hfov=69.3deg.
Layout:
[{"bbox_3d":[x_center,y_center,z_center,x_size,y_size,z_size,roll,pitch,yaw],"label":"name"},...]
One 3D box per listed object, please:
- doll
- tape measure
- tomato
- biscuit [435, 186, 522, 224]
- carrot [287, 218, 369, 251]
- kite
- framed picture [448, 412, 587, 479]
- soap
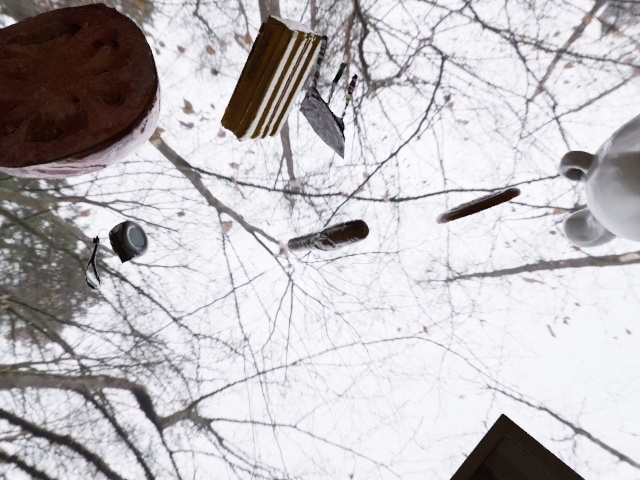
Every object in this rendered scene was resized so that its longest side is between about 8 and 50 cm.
[{"bbox_3d":[0.350,-0.016,0.427,0.242,0.311,0.160,7,-105,3],"label":"doll"},{"bbox_3d":[-0.512,0.031,1.143,0.179,0.107,0.104,-36,-86,17],"label":"tape measure"},{"bbox_3d":[-0.412,-0.219,0.768,0.337,0.144,0.339,0,-115,1],"label":"tomato"},{"bbox_3d":[0.463,-0.106,1.373,0.261,0.262,0.037,-20,-89,-4],"label":"biscuit"},{"bbox_3d":[0.000,-0.001,1.223,0.070,0.342,0.070,7,-102,-36],"label":"carrot"},{"bbox_3d":[0.013,-0.265,0.894,0.015,0.285,0.152,-39,-98,-17],"label":"kite"},{"bbox_3d":[0.189,0.292,0.338,0.192,0.018,0.265,-48,-129,-8],"label":"framed picture"},{"bbox_3d":[-0.131,-0.427,1.239,0.096,0.204,0.325,38,-62,10],"label":"soap"}]
